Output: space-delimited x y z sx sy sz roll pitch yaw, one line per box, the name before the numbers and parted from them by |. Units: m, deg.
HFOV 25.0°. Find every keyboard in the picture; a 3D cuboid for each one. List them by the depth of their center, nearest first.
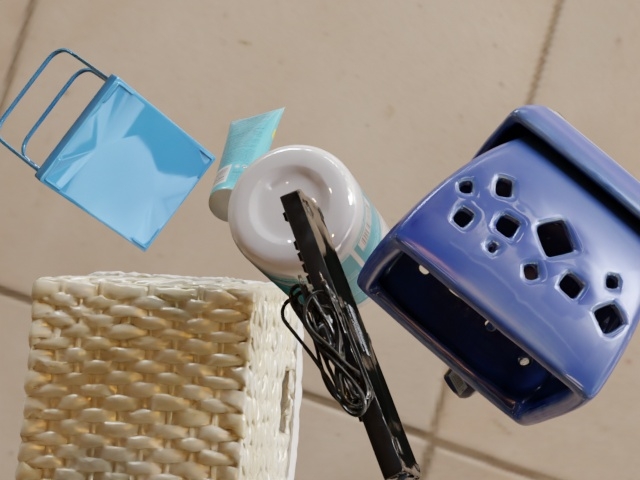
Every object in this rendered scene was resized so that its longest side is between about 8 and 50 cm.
keyboard | 0.005 0.058 0.873 0.038 0.100 0.192 -24 71 7

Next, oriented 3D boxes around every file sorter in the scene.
file sorter | -0.211 -0.091 1.400 0.104 0.170 0.118 35 87 37

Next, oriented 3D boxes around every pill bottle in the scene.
pill bottle | 0.000 0.000 1.640 0.146 0.264 0.146 -5 72 14

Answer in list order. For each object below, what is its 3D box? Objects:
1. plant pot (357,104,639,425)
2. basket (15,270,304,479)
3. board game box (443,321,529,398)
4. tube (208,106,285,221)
plant pot | 0.198 0.018 1.387 0.236 0.236 0.212 40 74 4
basket | -0.213 0.204 1.935 0.331 0.266 0.328 3 86 13
board game box | 0.256 0.106 1.620 0.194 0.194 0.060 -22 72 -21
tube | -0.098 -0.105 1.834 0.080 0.052 0.207 -9 36 17
